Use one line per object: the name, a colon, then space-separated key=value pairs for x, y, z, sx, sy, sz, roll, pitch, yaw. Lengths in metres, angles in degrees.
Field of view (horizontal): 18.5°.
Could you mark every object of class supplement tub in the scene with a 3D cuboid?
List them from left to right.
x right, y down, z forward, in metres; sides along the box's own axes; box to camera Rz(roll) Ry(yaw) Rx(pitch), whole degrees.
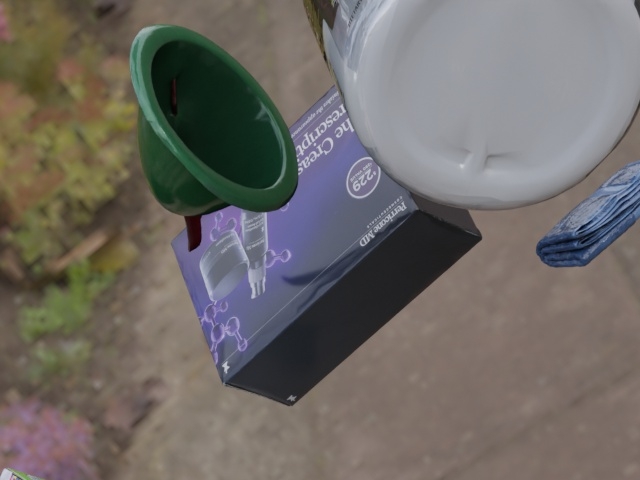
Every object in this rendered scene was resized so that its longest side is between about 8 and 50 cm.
supplement tub: x=0.094 y=-0.178 z=1.399 sx=0.207 sy=0.207 sz=0.338 roll=-34 pitch=27 yaw=8

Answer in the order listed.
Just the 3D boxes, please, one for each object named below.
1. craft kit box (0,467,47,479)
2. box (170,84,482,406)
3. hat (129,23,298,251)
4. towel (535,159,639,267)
craft kit box: x=-0.135 y=0.295 z=1.751 sx=0.247 sy=0.250 sz=0.061 roll=25 pitch=89 yaw=45
box: x=0.000 y=0.000 z=1.822 sx=0.261 sy=0.103 sz=0.184 roll=-43 pitch=51 yaw=24
hat: x=-0.135 y=-0.050 z=1.621 sx=0.183 sy=0.208 sz=0.173 roll=-35 pitch=26 yaw=31
towel: x=0.220 y=-0.024 z=1.500 sx=0.119 sy=0.029 sz=0.067 roll=-40 pitch=13 yaw=-23
